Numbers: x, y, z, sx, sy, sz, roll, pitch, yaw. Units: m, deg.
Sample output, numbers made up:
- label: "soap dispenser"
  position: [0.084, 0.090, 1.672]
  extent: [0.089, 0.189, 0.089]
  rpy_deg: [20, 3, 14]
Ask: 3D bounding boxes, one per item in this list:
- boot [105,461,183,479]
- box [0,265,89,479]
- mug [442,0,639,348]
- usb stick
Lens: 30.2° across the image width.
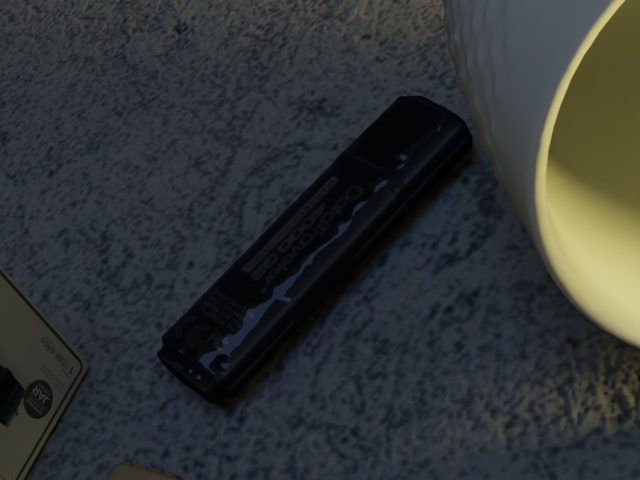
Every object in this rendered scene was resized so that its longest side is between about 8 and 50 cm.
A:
- label: "boot"
  position: [-0.059, 0.240, 0.641]
  extent: [0.248, 0.090, 0.207]
  rpy_deg: [5, 65, 32]
- label: "box"
  position: [-0.291, 0.149, 0.779]
  extent: [0.087, 0.169, 0.290]
  rpy_deg: [2, 52, 32]
- label: "mug"
  position: [0.184, -0.170, 0.659]
  extent: [0.276, 0.374, 0.328]
  rpy_deg: [-29, 35, 10]
- label: "usb stick"
  position: [0.000, 0.000, 0.846]
  extent: [0.077, 0.045, 0.278]
  rpy_deg: [31, 69, 38]
